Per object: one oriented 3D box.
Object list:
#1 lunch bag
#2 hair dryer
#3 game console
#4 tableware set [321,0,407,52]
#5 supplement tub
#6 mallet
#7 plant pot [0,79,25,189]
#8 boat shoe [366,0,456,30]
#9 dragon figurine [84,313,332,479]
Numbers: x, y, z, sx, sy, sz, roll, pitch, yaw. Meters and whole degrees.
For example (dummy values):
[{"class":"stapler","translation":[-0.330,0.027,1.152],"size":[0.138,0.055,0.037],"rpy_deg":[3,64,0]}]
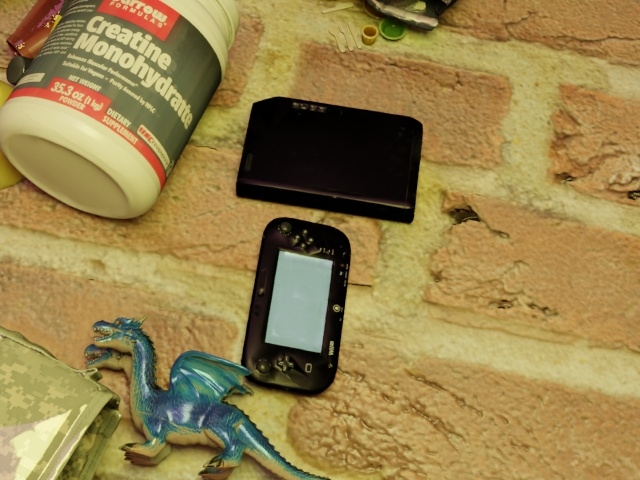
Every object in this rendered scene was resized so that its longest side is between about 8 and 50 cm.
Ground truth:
[{"class":"lunch bag","translation":[-0.347,0.212,0.836],"size":[0.235,0.169,0.287],"rpy_deg":[26,75,8]},{"class":"hair dryer","translation":[-0.334,-0.359,1.138],"size":[0.223,0.080,0.294],"rpy_deg":[9,80,-10]},{"class":"game console","translation":[0.000,0.000,1.036],"size":[0.213,0.044,0.361],"rpy_deg":[8,65,0]},{"class":"tableware set","translation":[0.051,-0.322,1.201],"size":[0.104,0.024,0.154],"rpy_deg":[-14,66,-11]},{"class":"supplement tub","translation":[-0.221,-0.180,1.022],"size":[0.191,0.191,0.272],"rpy_deg":[21,65,6]},{"class":"mallet","translation":[-0.314,-0.261,1.069],"size":[0.039,0.062,0.190],"rpy_deg":[38,111,35]},{"class":"plant pot","translation":[-0.392,-0.138,1.043],"size":[0.134,0.095,0.134],"rpy_deg":[2,64,-4]},{"class":"boat shoe","translation":[0.048,-0.401,1.150],"size":[0.340,0.127,0.158],"rpy_deg":[26,53,-2]},{"class":"dragon figurine","translation":[-0.116,0.165,0.927],"size":[0.289,0.085,0.144],"rpy_deg":[11,65,3]}]
